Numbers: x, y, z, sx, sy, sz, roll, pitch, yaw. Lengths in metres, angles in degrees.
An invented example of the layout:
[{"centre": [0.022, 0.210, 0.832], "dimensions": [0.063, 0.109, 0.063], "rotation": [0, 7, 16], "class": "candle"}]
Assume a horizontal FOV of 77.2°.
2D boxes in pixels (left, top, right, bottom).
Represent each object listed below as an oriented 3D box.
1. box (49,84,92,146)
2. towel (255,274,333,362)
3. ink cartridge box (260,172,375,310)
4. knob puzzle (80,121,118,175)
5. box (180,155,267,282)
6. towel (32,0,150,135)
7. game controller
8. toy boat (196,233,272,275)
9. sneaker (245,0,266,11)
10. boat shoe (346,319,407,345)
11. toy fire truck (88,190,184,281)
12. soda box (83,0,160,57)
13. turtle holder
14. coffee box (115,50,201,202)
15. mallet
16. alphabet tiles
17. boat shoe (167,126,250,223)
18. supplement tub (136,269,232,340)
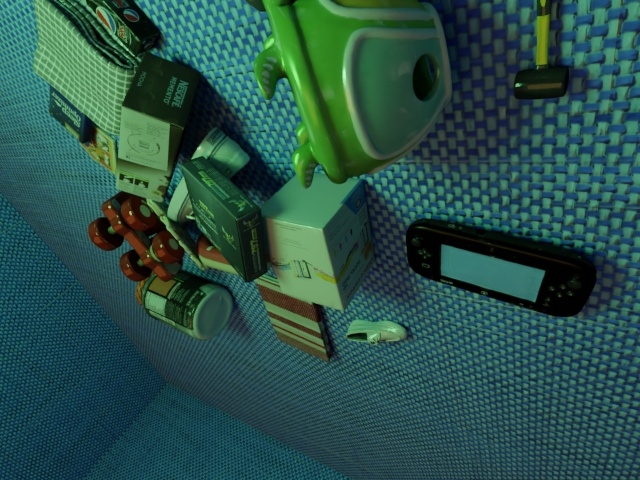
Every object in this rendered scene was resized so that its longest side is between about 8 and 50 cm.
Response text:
[{"centre": [-0.725, -0.381, 1.166], "dimensions": [0.136, 0.036, 0.225], "rotation": [44, 137, -2], "class": "box"}, {"centre": [-0.086, 0.251, 1.316], "dimensions": [0.237, 0.037, 0.328], "rotation": [15, 135, 32], "class": "towel"}, {"centre": [0.000, 0.000, 0.867], "dimensions": [0.168, 0.171, 0.232], "rotation": [13, 136, 30], "class": "ink cartridge box"}, {"centre": [-0.730, -0.311, 1.273], "dimensions": [0.213, 0.030, 0.213], "rotation": [23, 141, 20], "class": "knob puzzle"}, {"centre": [-0.203, -0.047, 0.848], "dimensions": [0.233, 0.059, 0.183], "rotation": [41, 145, 32], "class": "box"}, {"centre": [-0.533, -0.410, 0.931], "dimensions": [0.284, 0.121, 0.235], "rotation": [41, 142, -3], "class": "towel"}, {"centre": [0.314, 0.051, 0.744], "dimensions": [0.319, 0.067, 0.166], "rotation": [17, 138, 28], "class": "game controller"}, {"centre": [-0.242, 0.002, 1.126], "dimensions": [0.231, 0.151, 0.151], "rotation": [11, 105, 31], "class": "toy boat"}, {"centre": [-0.081, -0.436, 0.553], "dimensions": [0.163, 0.086, 0.226], "rotation": [-9, 123, 42], "class": "sneaker"}, {"centre": [0.148, 0.257, 1.099], "dimensions": [0.184, 0.063, 0.066], "rotation": [1, 129, 39], "class": "boat shoe"}, {"centre": [-0.528, -0.033, 1.240], "dimensions": [0.169, 0.254, 0.302], "rotation": [-27, 113, 16], "class": "toy fire truck"}, {"centre": [-0.415, -0.468, 0.821], "dimensions": [0.169, 0.060, 0.053], "rotation": [48, 143, -12], "class": "soda box"}, {"centre": [0.039, -0.249, 0.550], "dimensions": [0.228, 0.243, 0.320], "rotation": [-17, 99, 8], "class": "turtle holder"}, {"centre": [-0.373, -0.240, 0.909], "dimensions": [0.119, 0.168, 0.297], "rotation": [17, 149, -20], "class": "coffee box"}, {"centre": [0.262, -0.266, 0.490], "dimensions": [0.062, 0.039, 0.189], "rotation": [3, 126, 41], "class": "mallet"}, {"centre": [-0.425, -0.035, 1.184], "dimensions": [0.278, 0.021, 0.284], "rotation": [45, 166, 50], "class": "alphabet tiles"}, {"centre": [-0.268, -0.121, 1.020], "dimensions": [0.156, 0.135, 0.367], "rotation": [36, 137, -12], "class": "boat shoe"}, {"centre": [-0.518, 0.226, 1.507], "dimensions": [0.338, 0.207, 0.207], "rotation": [16, 137, 29], "class": "supplement tub"}]
